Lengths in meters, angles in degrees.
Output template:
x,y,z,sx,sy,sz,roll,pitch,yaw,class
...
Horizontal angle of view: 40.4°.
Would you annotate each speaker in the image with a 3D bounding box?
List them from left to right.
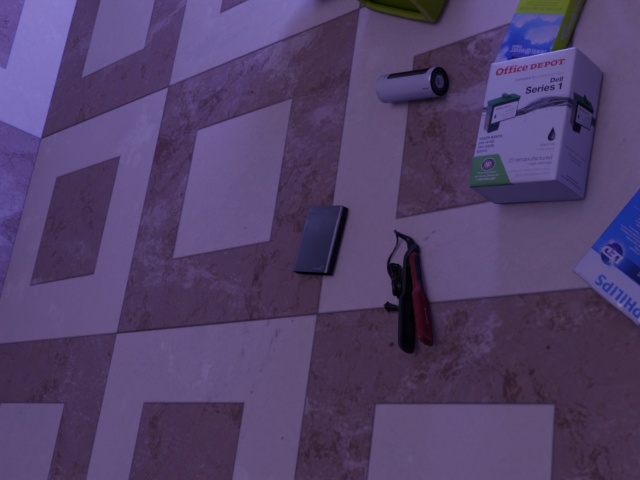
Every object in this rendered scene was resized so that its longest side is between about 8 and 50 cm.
x,y,z,sx,sy,sz,roll,pitch,yaw,class
0.168,-0.286,1.611,0.136,0.055,0.055,3,73,47,speaker

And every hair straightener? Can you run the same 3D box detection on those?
x,y,z,sx,sy,sz,roll,pitch,yaw,class
0.134,0.086,1.473,0.089,0.047,0.230,-29,52,33,hair straightener

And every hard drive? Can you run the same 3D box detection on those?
x,y,z,sx,sy,sz,roll,pitch,yaw,class
0.000,0.000,1.670,0.094,0.022,0.135,1,72,46,hard drive

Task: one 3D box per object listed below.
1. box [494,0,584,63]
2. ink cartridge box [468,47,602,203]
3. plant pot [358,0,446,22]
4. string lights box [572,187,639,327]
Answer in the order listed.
x,y,z,sx,sy,sz,roll,pitch,yaw,class
0.370,-0.364,1.448,0.109,0.042,0.178,19,86,49,box
0.335,-0.175,1.357,0.160,0.093,0.219,-2,70,45,ink cartridge box
0.140,-0.575,1.658,0.227,0.228,0.207,32,89,49,plant pot
0.473,-0.014,1.151,0.259,0.077,0.133,-54,42,13,string lights box
